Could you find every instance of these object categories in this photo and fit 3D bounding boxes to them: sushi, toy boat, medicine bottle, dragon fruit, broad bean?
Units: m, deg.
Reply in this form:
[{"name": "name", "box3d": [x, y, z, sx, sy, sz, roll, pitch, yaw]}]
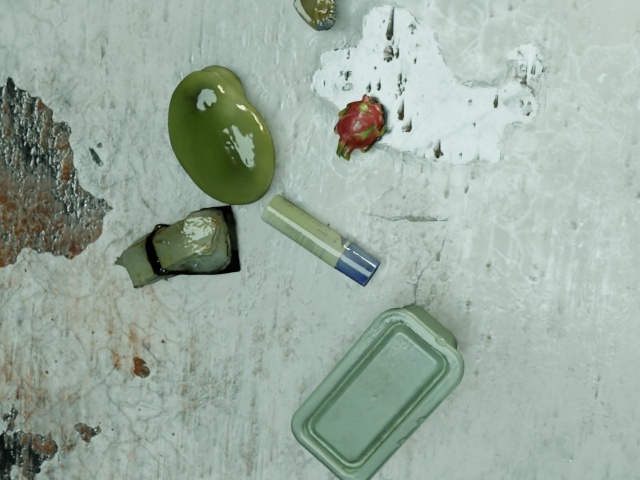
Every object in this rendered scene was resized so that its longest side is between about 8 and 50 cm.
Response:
[{"name": "sushi", "box3d": [-0.296, 0.021, 1.676, 0.273, 0.109, 0.134, -10, 95, 16]}, {"name": "toy boat", "box3d": [0.063, -0.510, 1.518, 0.121, 0.089, 0.321, 28, 102, 3]}, {"name": "medicine bottle", "box3d": [0.000, 0.000, 1.623, 0.231, 0.059, 0.059, 33, 105, 7]}, {"name": "dragon fruit", "box3d": [0.065, -0.199, 1.567, 0.086, 0.081, 0.116, 42, 105, -6]}, {"name": "broad bean", "box3d": [-0.186, -0.185, 1.613, 0.189, 0.121, 0.263, -21, 94, 20]}]

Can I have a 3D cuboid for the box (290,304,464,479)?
[{"name": "box", "box3d": [0.113, 0.255, 1.568, 0.175, 0.182, 0.312, 41, 106, 5]}]
